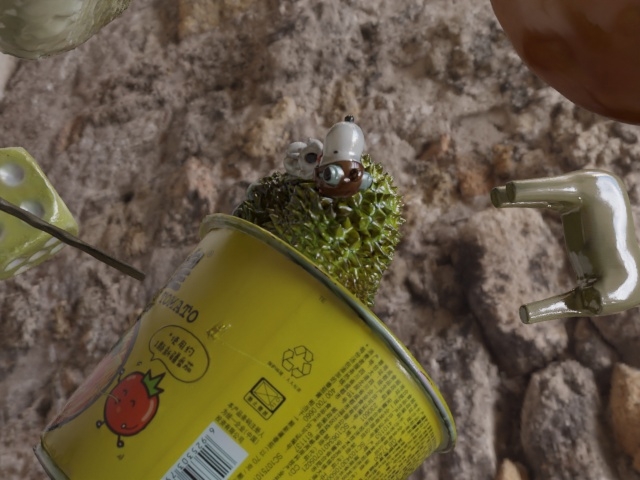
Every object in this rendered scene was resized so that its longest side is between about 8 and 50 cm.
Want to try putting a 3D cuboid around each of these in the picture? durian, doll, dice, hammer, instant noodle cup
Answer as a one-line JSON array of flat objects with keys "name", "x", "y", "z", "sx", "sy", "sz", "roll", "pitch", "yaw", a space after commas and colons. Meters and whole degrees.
[{"name": "durian", "x": 0.001, "y": 0.003, "z": 1.008, "sx": 0.224, "sy": 0.291, "sz": 0.291, "roll": 44, "pitch": 29, "yaw": -26}, {"name": "doll", "x": 0.002, "y": -0.055, "z": 0.529, "sx": 0.040, "sy": 0.085, "sz": 0.058, "roll": 14, "pitch": 70, "yaw": -36}, {"name": "dice", "x": -0.727, "y": -0.061, "z": 1.708, "sx": 0.238, "sy": 0.233, "sz": 0.227, "roll": 54, "pitch": -17, "yaw": 2}, {"name": "hammer", "x": -0.274, "y": -0.015, "z": 0.735, "sx": 0.029, "sy": 0.058, "sz": 0.292, "roll": 52, "pitch": 8, "yaw": 37}, {"name": "instant noodle cup", "x": -0.077, "y": 0.175, "z": 0.671, "sx": 0.254, "sy": 0.325, "sz": 0.325, "roll": -47, "pitch": 136, "yaw": -19}]

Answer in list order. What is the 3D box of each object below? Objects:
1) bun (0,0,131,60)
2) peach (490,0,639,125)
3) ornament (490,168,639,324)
[{"name": "bun", "x": -0.243, "y": -0.363, "z": 0.713, "sx": 0.211, "sy": 0.359, "sz": 0.359, "roll": 36, "pitch": 26, "yaw": -12}, {"name": "peach", "x": 0.309, "y": -0.274, "z": 0.665, "sx": 0.301, "sy": 0.343, "sz": 0.342, "roll": 127, "pitch": -39, "yaw": -57}, {"name": "ornament", "x": 0.334, "y": 0.029, "z": 0.854, "sx": 0.061, "sy": 0.245, "sz": 0.230, "roll": 149, "pitch": -68, "yaw": -68}]
